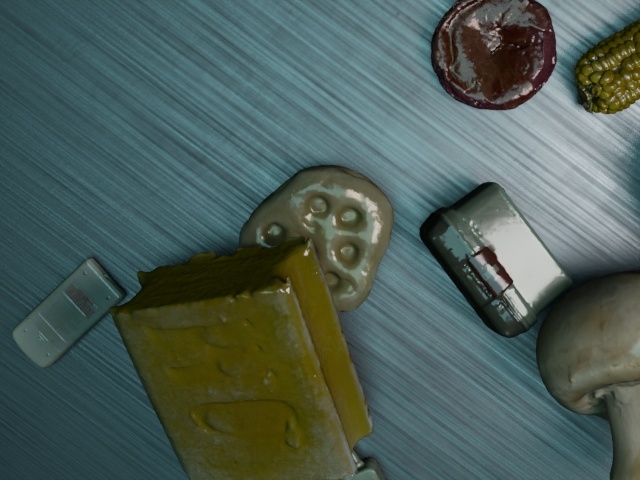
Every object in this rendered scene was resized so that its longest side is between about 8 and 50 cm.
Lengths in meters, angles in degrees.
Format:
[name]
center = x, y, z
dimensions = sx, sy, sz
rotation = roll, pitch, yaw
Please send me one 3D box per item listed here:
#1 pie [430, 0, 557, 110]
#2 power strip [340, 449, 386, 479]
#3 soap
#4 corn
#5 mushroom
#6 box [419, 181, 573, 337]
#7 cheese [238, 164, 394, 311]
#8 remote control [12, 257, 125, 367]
[pie]
center = 0.249, -0.274, 1.366
dimensions = 0.182, 0.049, 0.182
rotation = 0, 94, 4
[power strip]
center = 0.083, 0.440, 1.496
dimensions = 0.093, 0.053, 0.288
rotation = -26, 96, 10
[soap]
center = -0.107, 0.181, 1.367
dimensions = 0.293, 0.156, 0.335
rotation = -8, 116, 20
[corn]
center = 0.494, -0.284, 1.315
dimensions = 0.313, 0.102, 0.102
rotation = -32, 94, 7
[mushroom]
center = 0.441, 0.190, 1.277
dimensions = 0.297, 0.297, 0.290
rotation = -4, 64, 7
[box]
center = 0.249, 0.026, 1.368
dimensions = 0.129, 0.148, 0.210
rotation = -38, 93, -1
[cheese]
center = 0.000, 0.000, 1.403
dimensions = 0.235, 0.117, 0.218
rotation = -16, 99, 12
[remote control]
center = -0.402, 0.118, 1.511
dimensions = 0.190, 0.029, 0.087
rotation = -43, 92, 11
